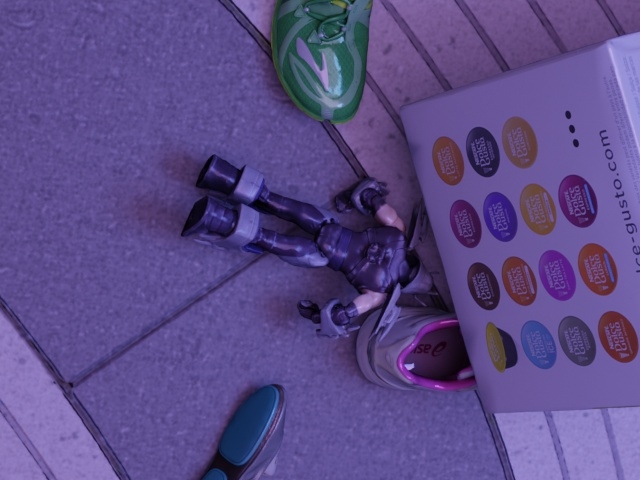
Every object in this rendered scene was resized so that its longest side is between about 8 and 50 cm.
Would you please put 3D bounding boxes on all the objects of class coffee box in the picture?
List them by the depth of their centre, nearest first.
[{"bbox_3d":[0.340,-0.037,1.723,0.338,0.334,0.337,-18,93,-33],"label":"coffee box"}]

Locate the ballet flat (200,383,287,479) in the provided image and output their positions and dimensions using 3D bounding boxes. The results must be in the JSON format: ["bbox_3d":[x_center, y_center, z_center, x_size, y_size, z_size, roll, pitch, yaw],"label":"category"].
[{"bbox_3d":[-0.088,0.255,1.881,0.068,0.072,0.213,33,90,-38],"label":"ballet flat"}]

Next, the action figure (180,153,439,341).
[{"bbox_3d":[0.000,0.000,1.833,0.285,0.099,0.185,23,61,-10],"label":"action figure"}]

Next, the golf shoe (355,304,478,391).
[{"bbox_3d":[0.198,0.121,1.872,0.306,0.140,0.115,-6,95,-10],"label":"golf shoe"}]

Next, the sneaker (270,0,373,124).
[{"bbox_3d":[0.011,-0.270,1.812,0.109,0.123,0.295,3,95,-10],"label":"sneaker"}]
